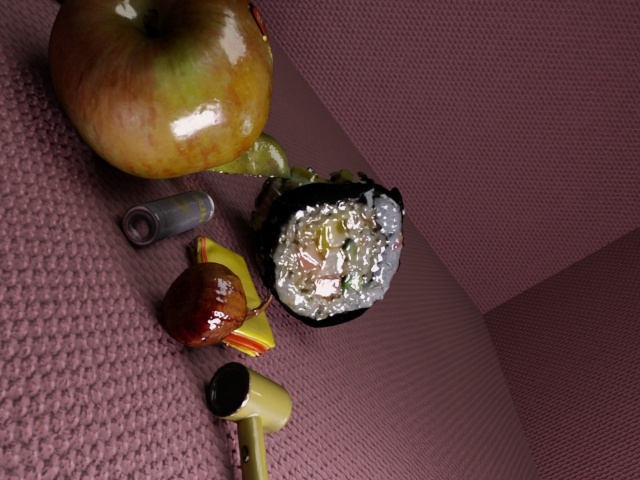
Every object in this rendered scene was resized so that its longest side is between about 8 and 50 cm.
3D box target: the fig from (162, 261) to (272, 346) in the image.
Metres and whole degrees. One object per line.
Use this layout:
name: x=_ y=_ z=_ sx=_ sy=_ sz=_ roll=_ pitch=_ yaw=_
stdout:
fig: x=-0.165 y=0.119 z=1.159 sx=0.201 sy=0.146 sz=0.134 roll=25 pitch=51 yaw=-50

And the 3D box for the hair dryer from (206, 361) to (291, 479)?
hair dryer: x=-0.101 y=0.342 z=1.089 sx=0.135 sy=0.090 sz=0.279 roll=42 pitch=29 yaw=-47

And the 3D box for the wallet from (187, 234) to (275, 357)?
wallet: x=-0.181 y=0.105 z=1.312 sx=0.141 sy=0.067 sz=0.241 roll=32 pitch=25 yaw=-45

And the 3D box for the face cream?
face cream: x=-0.274 y=-0.049 z=1.296 sx=0.073 sy=0.073 sz=0.283 roll=57 pitch=17 yaw=-1

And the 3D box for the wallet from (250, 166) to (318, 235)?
wallet: x=-0.008 y=0.008 z=1.760 sx=0.323 sy=0.041 sz=0.247 roll=51 pitch=61 yaw=-20

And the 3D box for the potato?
potato: x=-0.195 y=-0.205 z=1.498 sx=0.271 sy=0.111 sz=0.160 roll=5 pitch=13 yaw=-14

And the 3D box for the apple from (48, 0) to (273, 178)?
apple: x=-0.273 y=-0.297 z=1.233 sx=0.334 sy=0.400 sz=0.401 roll=89 pitch=-22 yaw=-65

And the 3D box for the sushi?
sushi: x=0.000 y=0.000 z=1.584 sx=0.285 sy=0.327 sz=0.329 roll=-142 pitch=-139 yaw=-62
